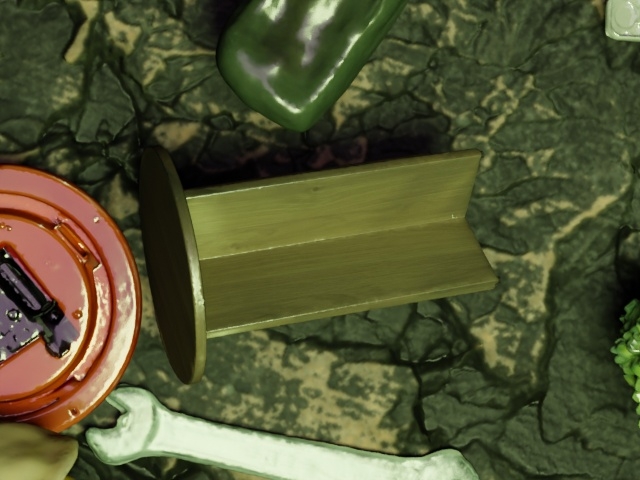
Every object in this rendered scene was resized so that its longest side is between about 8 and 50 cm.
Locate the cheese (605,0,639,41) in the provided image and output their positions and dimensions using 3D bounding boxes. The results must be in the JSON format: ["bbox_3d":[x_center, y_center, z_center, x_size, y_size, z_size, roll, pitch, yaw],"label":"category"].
[{"bbox_3d":[0.340,-0.165,1.066,0.252,0.054,0.127,1,89,-7],"label":"cheese"}]

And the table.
[{"bbox_3d":[0.000,0.000,0.989,0.227,0.167,0.167,-9,94,-16],"label":"table"}]

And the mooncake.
[{"bbox_3d":[0.000,-0.163,0.966,0.104,0.168,0.175,34,73,-6],"label":"mooncake"}]

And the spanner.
[{"bbox_3d":[-0.025,0.163,1.052,0.302,0.017,0.071,15,90,-8],"label":"spanner"}]

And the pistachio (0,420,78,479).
[{"bbox_3d":[-0.269,0.258,0.922,0.309,0.230,0.230,-30,96,-9],"label":"pistachio"}]

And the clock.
[{"bbox_3d":[-0.231,0.047,1.003,0.205,0.051,0.205,0,92,-7],"label":"clock"}]

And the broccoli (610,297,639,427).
[{"bbox_3d":[0.373,0.099,1.000,0.288,0.260,0.235,-27,140,11],"label":"broccoli"}]
